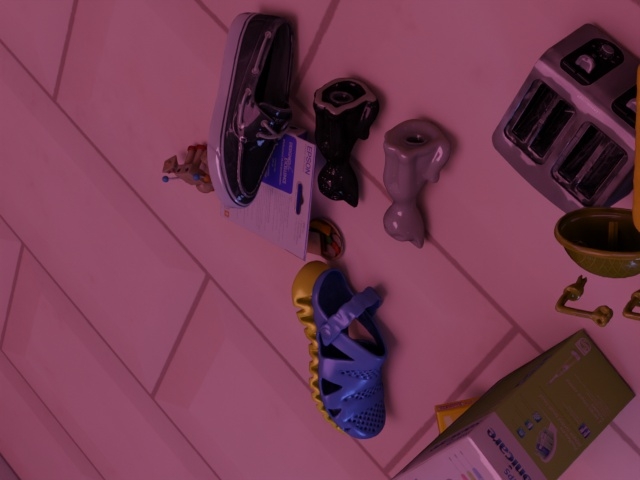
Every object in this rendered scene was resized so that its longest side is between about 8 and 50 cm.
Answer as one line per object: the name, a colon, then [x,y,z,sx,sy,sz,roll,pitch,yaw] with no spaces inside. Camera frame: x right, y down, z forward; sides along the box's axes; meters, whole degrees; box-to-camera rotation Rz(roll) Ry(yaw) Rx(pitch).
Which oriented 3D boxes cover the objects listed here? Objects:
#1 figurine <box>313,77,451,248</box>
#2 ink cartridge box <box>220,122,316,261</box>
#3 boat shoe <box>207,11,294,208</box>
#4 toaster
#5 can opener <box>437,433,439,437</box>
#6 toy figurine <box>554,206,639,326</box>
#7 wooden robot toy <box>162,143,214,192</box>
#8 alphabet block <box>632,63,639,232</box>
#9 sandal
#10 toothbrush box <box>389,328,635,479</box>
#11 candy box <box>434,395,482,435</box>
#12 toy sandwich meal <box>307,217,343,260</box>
figurine: [0.081,-0.101,1.504,0.215,0.092,0.209,34,143,26]
ink cartridge box: [-0.077,-0.097,1.676,0.208,0.045,0.206,28,124,36]
boat shoe: [-0.093,-0.192,1.563,0.102,0.108,0.301,15,99,36]
toaster: [0.310,-0.132,1.209,0.168,0.110,0.186,46,140,17]
can opener: [0.205,0.418,1.719,0.093,0.074,0.280,9,130,3]
toy figurine: [0.443,0.091,1.135,0.362,0.191,0.217,2,140,19]
wooden robot toy: [-0.205,-0.119,1.821,0.173,0.076,0.079,1,150,46]
alphabet block: [0.440,-0.109,1.015,0.192,0.197,0.193,16,125,41]
sandal: [0.053,0.188,1.683,0.138,0.126,0.317,1,116,42]
toothbrush box: [0.256,0.268,1.384,0.122,0.283,0.206,53,140,8]
candy box: [0.244,0.338,1.595,0.105,0.027,0.206,-11,112,3]
toy sandwich meal: [0.000,0.000,1.686,0.085,0.029,0.085,26,131,34]
